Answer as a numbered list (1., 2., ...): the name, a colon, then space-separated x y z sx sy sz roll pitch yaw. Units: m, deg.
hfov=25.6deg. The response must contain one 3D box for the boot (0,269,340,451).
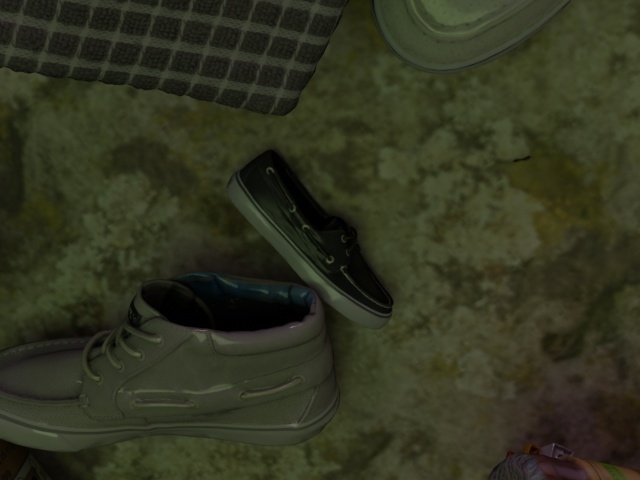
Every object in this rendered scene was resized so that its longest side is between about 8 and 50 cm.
1. boot: -0.118 0.070 0.940 0.258 0.095 0.123 -1 133 3

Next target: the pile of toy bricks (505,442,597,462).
1. pile of toy bricks: 0.207 0.226 0.964 0.212 0.118 0.105 25 155 -11

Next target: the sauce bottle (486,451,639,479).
1. sauce bottle: 0.263 0.210 0.870 0.344 0.111 0.111 12 117 -18

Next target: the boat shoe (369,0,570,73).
1. boat shoe: 0.148 -0.222 0.737 0.136 0.156 0.367 40 114 -7

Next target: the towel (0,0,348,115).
1. towel: -0.088 -0.193 0.710 0.283 0.121 0.235 10 123 -26

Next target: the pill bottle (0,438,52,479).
1. pill bottle: -0.228 0.242 1.030 0.131 0.131 0.229 -29 105 21

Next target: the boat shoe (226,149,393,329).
1. boat shoe: 0.000 0.000 0.924 0.142 0.049 0.040 44 114 -6
